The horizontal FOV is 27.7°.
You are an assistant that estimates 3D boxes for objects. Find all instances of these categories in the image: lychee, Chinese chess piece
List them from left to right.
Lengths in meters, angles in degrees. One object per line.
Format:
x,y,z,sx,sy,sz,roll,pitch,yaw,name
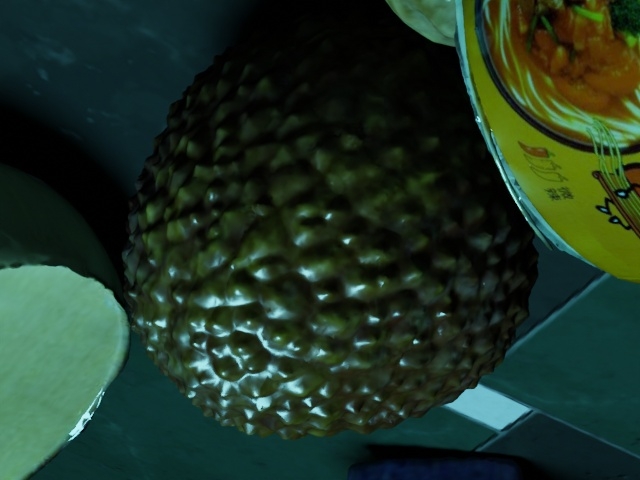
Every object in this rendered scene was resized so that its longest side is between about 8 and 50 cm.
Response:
-0.228,0.069,0.728,0.103,0.249,0.250,47,157,26,Chinese chess piece
0.003,0.000,0.569,0.194,0.194,0.194,14,147,9,lychee

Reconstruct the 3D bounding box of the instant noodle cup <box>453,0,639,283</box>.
0.152,-0.076,0.363,0.216,0.216,0.172,40,151,-29,instant noodle cup

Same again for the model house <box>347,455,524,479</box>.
0.088,0.313,0.920,0.280,0.245,0.312,23,138,-12,model house

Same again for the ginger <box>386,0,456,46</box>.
0.017,-0.145,0.423,0.080,0.104,0.204,-41,123,4,ginger
